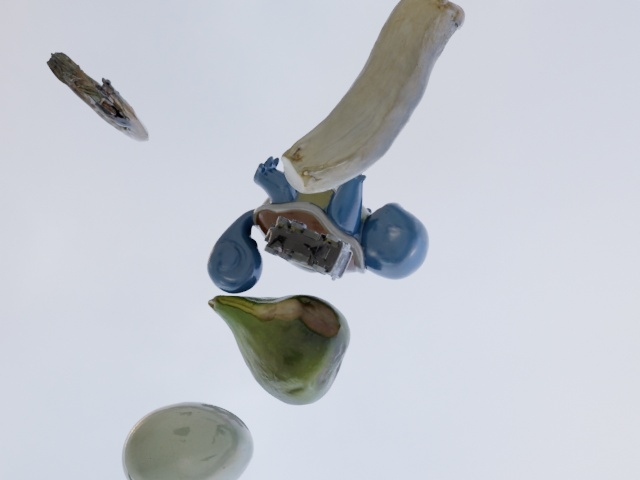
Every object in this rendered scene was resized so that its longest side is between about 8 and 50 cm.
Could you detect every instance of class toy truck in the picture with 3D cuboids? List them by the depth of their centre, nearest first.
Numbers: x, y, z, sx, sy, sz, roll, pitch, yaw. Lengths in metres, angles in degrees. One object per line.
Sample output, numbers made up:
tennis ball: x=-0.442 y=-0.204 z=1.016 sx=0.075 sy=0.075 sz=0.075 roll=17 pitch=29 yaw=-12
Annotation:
toy truck: x=-0.018 y=0.010 z=1.255 sx=0.123 sy=0.063 sz=0.052 roll=21 pitch=-98 yaw=31

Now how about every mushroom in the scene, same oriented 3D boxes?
mushroom: x=0.076 y=-0.204 z=1.344 sx=0.351 sy=0.123 sz=0.095 roll=-54 pitch=-144 yaw=-10

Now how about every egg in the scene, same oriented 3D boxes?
egg: x=-0.195 y=0.314 z=1.431 sx=0.209 sy=0.151 sz=0.151 roll=-12 pitch=-128 yaw=21

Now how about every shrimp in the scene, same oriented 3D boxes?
shrimp: x=-0.368 y=-0.239 z=1.588 sx=0.046 sy=0.219 sz=0.152 roll=-48 pitch=180 yaw=-9

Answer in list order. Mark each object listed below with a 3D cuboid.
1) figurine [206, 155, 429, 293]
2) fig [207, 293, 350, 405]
figurine: x=-0.010 y=-0.035 z=1.809 sx=0.416 sy=0.298 sz=0.243 roll=-5 pitch=-114 yaw=4
fig: x=-0.086 y=0.175 z=1.809 sx=0.275 sy=0.206 sz=0.206 roll=25 pitch=-104 yaw=10
